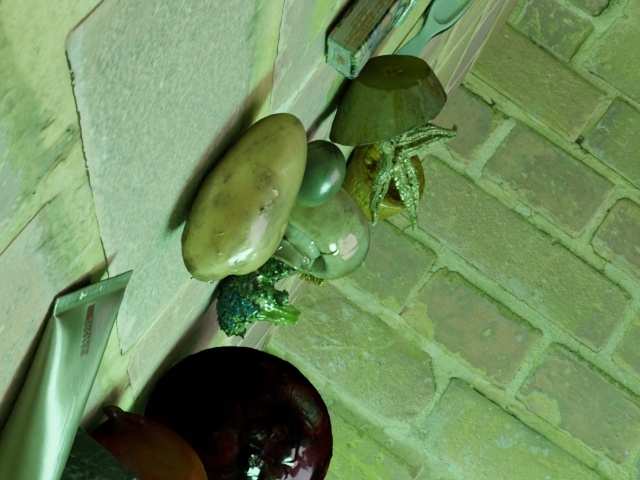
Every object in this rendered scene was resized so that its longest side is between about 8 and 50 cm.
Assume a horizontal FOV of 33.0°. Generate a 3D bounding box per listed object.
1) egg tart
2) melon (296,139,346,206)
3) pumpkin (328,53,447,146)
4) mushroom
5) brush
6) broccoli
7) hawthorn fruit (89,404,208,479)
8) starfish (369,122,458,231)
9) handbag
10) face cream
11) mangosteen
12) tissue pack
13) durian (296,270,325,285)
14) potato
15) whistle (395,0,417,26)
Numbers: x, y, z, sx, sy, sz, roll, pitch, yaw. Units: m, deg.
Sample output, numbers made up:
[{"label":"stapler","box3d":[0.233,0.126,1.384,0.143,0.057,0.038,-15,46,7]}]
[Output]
[{"label":"egg tart","box3d":[0.133,-0.139,2.585,0.202,0.202,0.147,-51,-171,-37]},{"label":"melon","box3d":[-0.008,-0.115,1.866,0.130,0.098,0.098,-55,176,39]},{"label":"pumpkin","box3d":[0.110,-0.253,1.866,0.217,0.217,0.110,-48,130,-53]},{"label":"mushroom","box3d":[0.000,0.000,2.154,0.195,0.189,0.253,-55,172,-25]},{"label":"brush","box3d":[0.219,-0.432,2.181,0.297,0.068,0.060,-50,-165,-12]},{"label":"broccoli","box3d":[-0.116,0.115,2.023,0.154,0.160,0.167,-1,-120,62]},{"label":"hawthorn fruit","box3d":[-0.301,0.440,1.737,0.295,0.295,0.311,117,-30,-54]},{"label":"starfish","box3d":[0.170,-0.202,2.436,0.357,0.078,0.347,-57,139,-20]},{"label":"handbag","box3d":[-0.321,0.330,1.407,0.088,0.175,0.270,-48,169,-41]},{"label":"face cream","box3d":[-0.310,0.188,1.234,0.137,0.084,0.341,-23,142,-62]},{"label":"mangosteen","box3d":[-0.192,0.383,2.097,0.381,0.421,0.380,-14,108,-49]},{"label":"tissue pack","box3d":[0.069,-0.311,1.526,0.148,0.060,0.108,-53,174,-7]},{"label":"durian","box3d":[-0.006,-0.002,2.435,0.138,0.183,0.249,-11,157,-24]},{"label":"potato","box3d":[-0.091,-0.048,1.390,0.234,0.128,0.161,-59,180,-14]},{"label":"whistle","box3d":[0.164,-0.411,1.575,0.244,0.092,0.110,-61,176,40]}]
